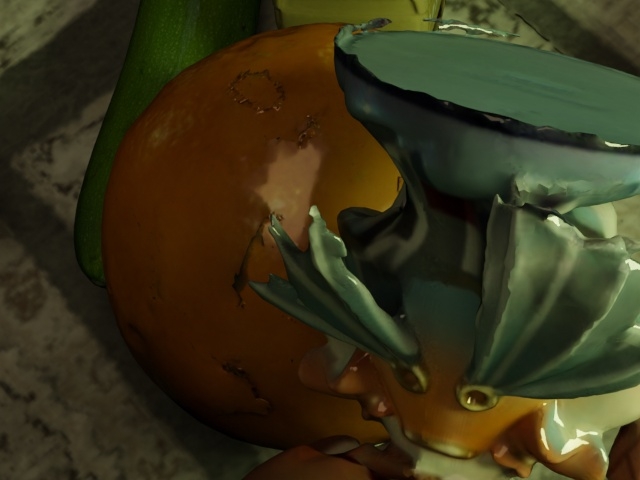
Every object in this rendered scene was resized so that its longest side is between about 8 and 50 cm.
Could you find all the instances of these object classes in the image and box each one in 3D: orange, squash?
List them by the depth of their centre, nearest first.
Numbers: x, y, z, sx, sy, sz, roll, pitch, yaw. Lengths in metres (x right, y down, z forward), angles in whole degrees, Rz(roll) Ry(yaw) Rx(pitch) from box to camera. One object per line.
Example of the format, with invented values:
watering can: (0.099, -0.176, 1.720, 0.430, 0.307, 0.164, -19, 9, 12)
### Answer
orange: (0.000, 0.000, 1.099, 0.246, 0.246, 0.246, -4, 66, 9)
squash: (-0.089, -0.100, 1.249, 0.082, 0.082, 0.292, 9, 68, 14)

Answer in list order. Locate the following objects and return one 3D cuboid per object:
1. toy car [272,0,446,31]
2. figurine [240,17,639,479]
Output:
toy car: (0.040, -0.198, 1.246, 0.101, 0.124, 0.257, 4, 43, 11)
figurine: (0.053, 0.116, 0.900, 0.276, 0.248, 0.388, 20, 109, 18)
